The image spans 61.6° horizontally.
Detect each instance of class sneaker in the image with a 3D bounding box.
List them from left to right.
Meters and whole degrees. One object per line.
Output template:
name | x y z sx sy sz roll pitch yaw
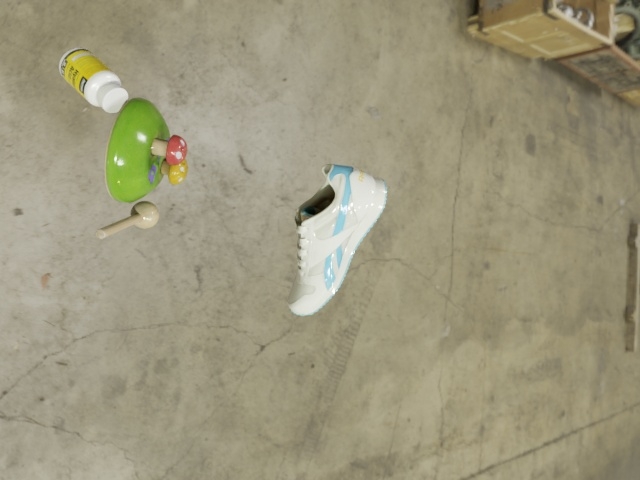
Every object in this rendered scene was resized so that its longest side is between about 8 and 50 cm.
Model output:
sneaker | 0.000 0.000 0.748 0.092 0.087 0.229 20 108 -21

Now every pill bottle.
pill bottle | -0.374 -0.264 0.892 0.065 0.116 0.065 -43 161 -19

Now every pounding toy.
pounding toy | -0.285 -0.119 0.931 0.183 0.110 0.237 -71 174 -78
